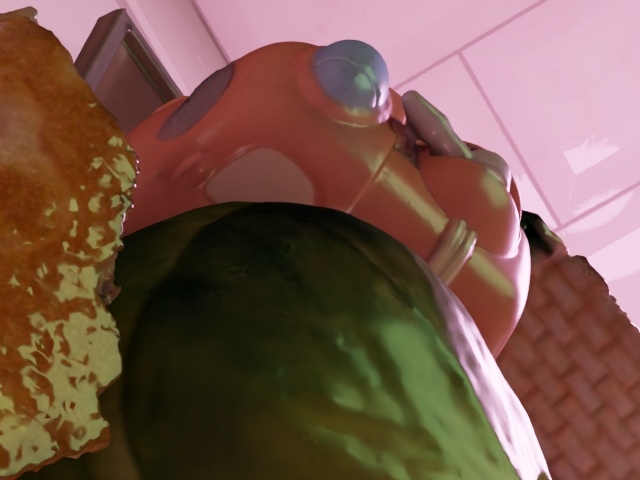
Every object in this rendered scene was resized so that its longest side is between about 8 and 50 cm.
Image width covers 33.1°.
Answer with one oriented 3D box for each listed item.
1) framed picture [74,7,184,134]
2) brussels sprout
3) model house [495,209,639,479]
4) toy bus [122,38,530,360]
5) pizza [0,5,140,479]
[{"bbox_3d":[-0.074,0.075,0.832,0.446,0.028,0.326,56,24,-29],"label":"framed picture"},{"bbox_3d":[-0.013,0.102,0.505,0.271,0.210,0.219,36,32,17],"label":"brussels sprout"},{"bbox_3d":[0.196,0.212,1.376,0.395,0.400,0.445,46,0,-8],"label":"model house"},{"bbox_3d":[0.000,0.000,0.682,0.288,0.232,0.194,41,30,-7],"label":"toy bus"},{"bbox_3d":[-0.140,0.012,0.402,0.056,0.134,0.271,124,-29,-49],"label":"pizza"}]
